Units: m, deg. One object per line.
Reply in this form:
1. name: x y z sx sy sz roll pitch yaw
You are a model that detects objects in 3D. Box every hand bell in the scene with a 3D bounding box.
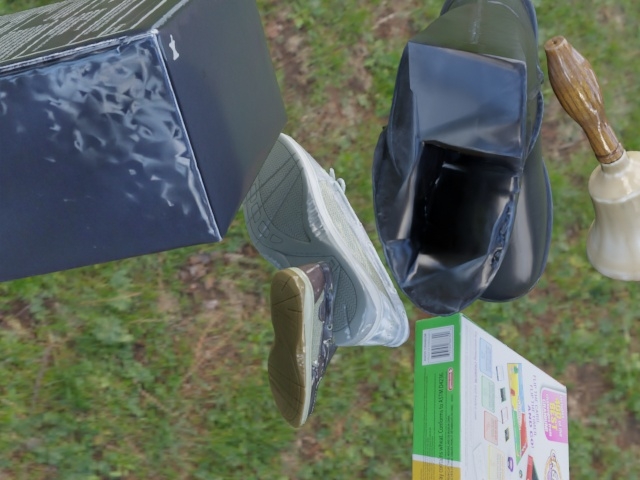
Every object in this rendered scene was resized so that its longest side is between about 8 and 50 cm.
1. hand bell: 0.262 -0.089 1.005 0.242 0.126 0.126 55 53 -33

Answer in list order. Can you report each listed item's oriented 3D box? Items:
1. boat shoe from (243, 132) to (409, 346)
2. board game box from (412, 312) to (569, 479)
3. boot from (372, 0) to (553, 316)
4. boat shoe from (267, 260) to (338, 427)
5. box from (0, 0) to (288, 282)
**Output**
1. boat shoe: 0.002 -0.001 1.324 0.103 0.118 0.320 16 33 -46
2. board game box: 0.219 0.256 1.363 0.316 0.064 0.242 35 51 -48
3. boot: 0.148 -0.039 1.018 0.445 0.146 0.367 -67 151 -69
4. boat shoe: -0.010 0.085 0.878 0.049 0.056 0.152 -20 133 -30
5. box: -0.208 -0.105 0.956 0.296 0.294 0.183 -69 145 -63
